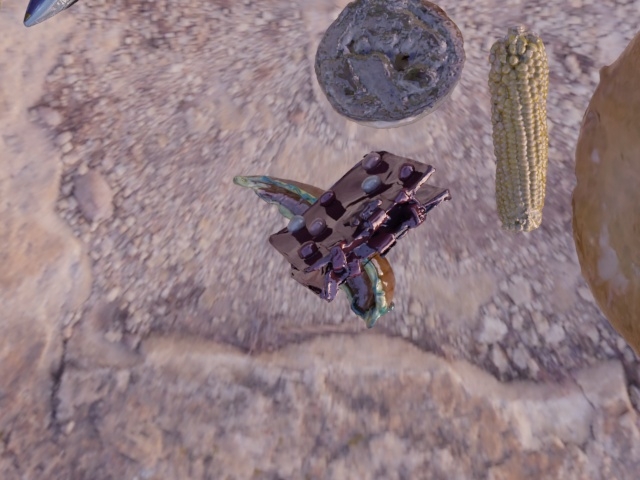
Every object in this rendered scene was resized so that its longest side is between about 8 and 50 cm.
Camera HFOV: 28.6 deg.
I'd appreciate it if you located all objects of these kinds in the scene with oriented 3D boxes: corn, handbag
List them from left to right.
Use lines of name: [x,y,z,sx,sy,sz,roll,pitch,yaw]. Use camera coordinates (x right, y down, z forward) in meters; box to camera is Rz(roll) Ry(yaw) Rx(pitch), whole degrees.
handbag: [0.042,-0.025,1.559,0.203,0.216,0.074,-40,105,-6]
corn: [0.278,-0.156,1.769,0.087,0.086,0.288,-1,97,2]

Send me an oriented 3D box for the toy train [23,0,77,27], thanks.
toy train: [-0.287,-0.363,1.578,0.252,0.048,0.055,-45,58,-4]

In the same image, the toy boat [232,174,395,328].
toy boat: [0.006,-0.009,1.804,0.293,0.108,0.099,48,64,1]

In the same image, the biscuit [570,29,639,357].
biscuit: [0.413,-0.043,1.156,0.446,0.104,0.429,50,129,35]

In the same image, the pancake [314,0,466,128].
pancake: [0.072,-0.185,1.290,0.158,0.028,0.158,-1,73,3]
